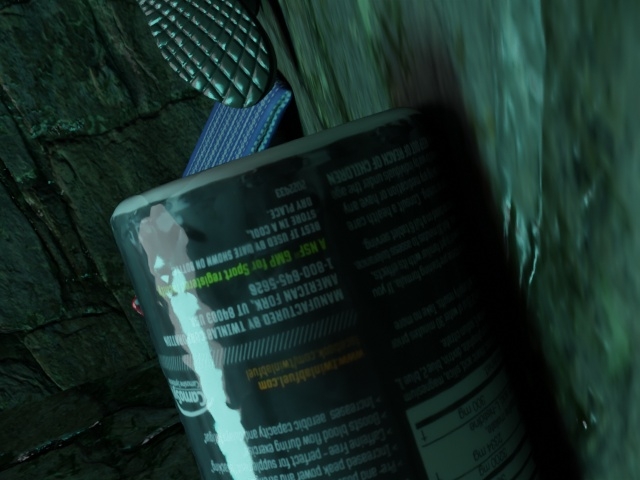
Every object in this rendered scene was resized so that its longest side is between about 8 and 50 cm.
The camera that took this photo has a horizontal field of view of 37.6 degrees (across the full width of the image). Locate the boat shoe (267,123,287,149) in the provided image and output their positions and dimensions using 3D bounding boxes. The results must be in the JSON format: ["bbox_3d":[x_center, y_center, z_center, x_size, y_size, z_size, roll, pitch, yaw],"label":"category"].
[{"bbox_3d":[-0.063,-0.107,1.174,0.153,0.056,0.048,147,109,-79],"label":"boat shoe"}]

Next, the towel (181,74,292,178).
[{"bbox_3d":[-0.106,-0.087,1.062,0.243,0.040,0.336,-64,17,12],"label":"towel"}]

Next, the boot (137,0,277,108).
[{"bbox_3d":[-0.096,-0.216,0.841,0.246,0.083,0.161,45,-155,15],"label":"boot"}]

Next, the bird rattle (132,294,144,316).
[{"bbox_3d":[-0.100,0.055,1.202,0.207,0.253,0.143,43,170,19],"label":"bird rattle"}]

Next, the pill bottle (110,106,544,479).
[{"bbox_3d":[0.016,0.081,0.376,0.130,0.131,0.245,-145,37,-84],"label":"pill bottle"}]
